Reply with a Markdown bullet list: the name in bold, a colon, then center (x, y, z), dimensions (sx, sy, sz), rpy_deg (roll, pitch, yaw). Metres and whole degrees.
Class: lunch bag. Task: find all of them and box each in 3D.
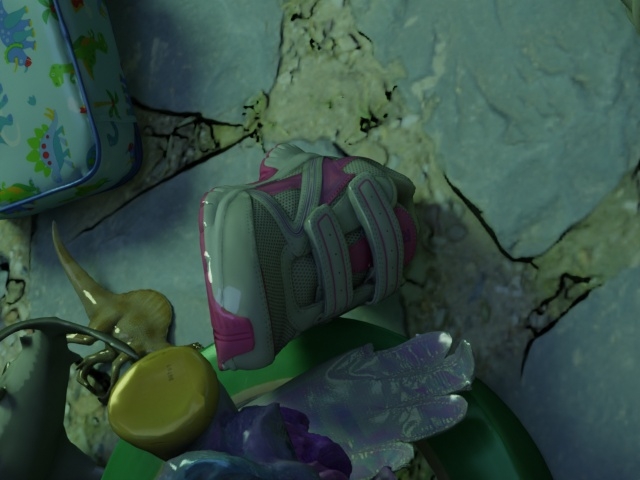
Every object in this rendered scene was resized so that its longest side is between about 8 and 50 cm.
- **lunch bag**: center (-0.249, -0.131, 0.963), dimensions (0.176, 0.090, 0.219), rpy_deg (-18, 88, 21)

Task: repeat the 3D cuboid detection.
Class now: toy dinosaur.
- **toy dinosaur**: center (-0.160, 0.069, 0.918), dimensions (0.183, 0.053, 0.092), rpy_deg (35, 77, 24)

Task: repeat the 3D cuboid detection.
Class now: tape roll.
- **tape roll**: center (-0.003, 0.212, 0.768), dimensions (0.321, 0.077, 0.321), rpy_deg (-8, 72, 25)

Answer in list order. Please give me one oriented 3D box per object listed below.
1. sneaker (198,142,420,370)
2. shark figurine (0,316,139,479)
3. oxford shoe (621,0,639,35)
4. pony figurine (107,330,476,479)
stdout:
- **sneaker**: center (0.000, 0.000, 0.754), dimensions (0.111, 0.252, 0.103), rpy_deg (0, 115, 17)
- **shark figurine**: center (-0.196, 0.140, 0.866), dimensions (0.116, 0.166, 0.278), rpy_deg (28, 115, -5)
- **oxford shoe**: center (0.245, -0.152, 0.702), dimensions (0.449, 0.169, 0.130), rpy_deg (32, 93, 26)
- **pony figurine**: center (-0.053, 0.188, 0.596), dimensions (0.351, 0.363, 0.303), rpy_deg (-23, 57, 3)
